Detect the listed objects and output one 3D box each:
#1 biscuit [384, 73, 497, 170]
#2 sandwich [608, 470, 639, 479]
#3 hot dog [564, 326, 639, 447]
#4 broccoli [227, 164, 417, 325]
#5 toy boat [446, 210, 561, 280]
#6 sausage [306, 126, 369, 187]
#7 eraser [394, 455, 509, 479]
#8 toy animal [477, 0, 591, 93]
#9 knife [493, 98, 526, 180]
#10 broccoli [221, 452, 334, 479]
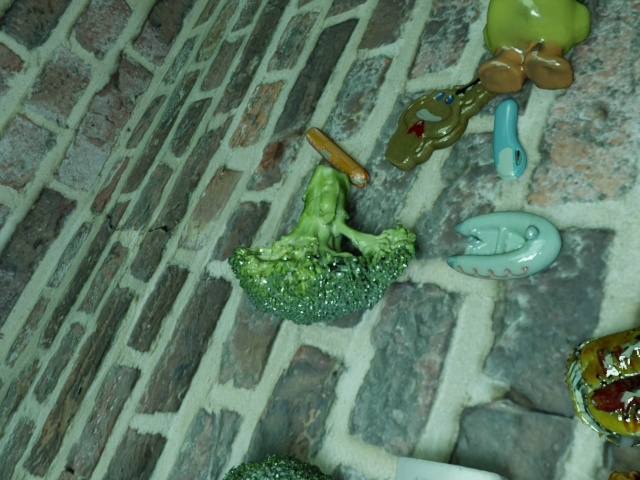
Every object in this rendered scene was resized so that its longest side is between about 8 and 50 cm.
[{"bbox_3d":[0.284,-0.295,1.205,0.320,0.047,0.183,-30,49,21],"label":"biscuit"},{"bbox_3d":[0.353,0.387,0.589,0.301,0.162,0.250,-41,71,-6],"label":"sandwich"},{"bbox_3d":[0.471,0.181,0.675,0.270,0.082,0.162,-19,49,33],"label":"hot dog"},{"bbox_3d":[-0.033,0.008,1.130,0.353,0.274,0.397,-13,51,-21],"label":"broccoli"},{"bbox_3d":[0.327,0.003,0.933,0.208,0.079,0.134,1,61,44],"label":"toy boat"},{"bbox_3d":[0.038,-0.228,1.368,0.053,0.053,0.348,-46,42,7],"label":"sausage"},{"bbox_3d":[0.174,0.467,0.734,0.174,0.095,0.270,-9,56,41],"label":"eraser"},{"bbox_3d":[0.450,-0.485,1.074,0.216,0.191,0.338,4,65,39],"label":"toy animal"},{"bbox_3d":[0.390,-0.210,1.059,0.064,0.031,0.222,-19,48,37],"label":"knife"},{"bbox_3d":[-0.065,0.541,0.831,0.252,0.221,0.361,-37,54,26],"label":"broccoli"}]
